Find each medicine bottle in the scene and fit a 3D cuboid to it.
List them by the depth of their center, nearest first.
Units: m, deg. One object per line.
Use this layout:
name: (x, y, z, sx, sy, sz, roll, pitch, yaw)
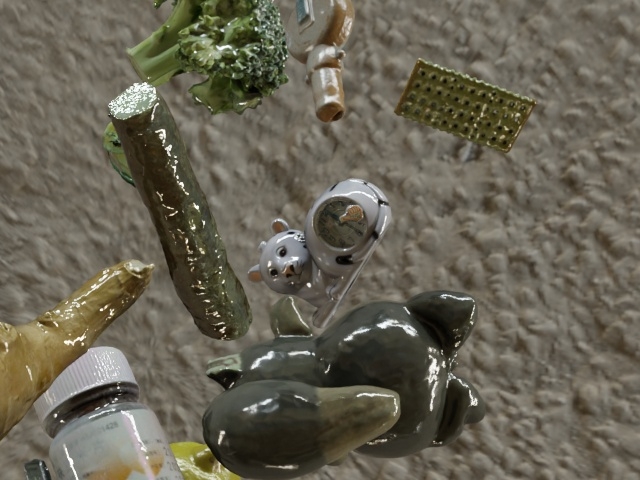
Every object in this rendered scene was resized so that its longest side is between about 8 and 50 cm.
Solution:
medicine bottle: (-0.305, 0.306, 1.547, 0.165, 0.165, 0.273, -25, 67, -11)

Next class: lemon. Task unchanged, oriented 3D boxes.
lemon: (-0.221, 0.432, 1.723, 0.184, 0.184, 0.248, 20, 101, -6)

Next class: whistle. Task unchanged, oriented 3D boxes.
whistle: (0.000, -0.247, 1.384, 0.057, 0.107, 0.220, 21, 49, -38)

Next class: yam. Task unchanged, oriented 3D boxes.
yam: (-0.120, -0.015, 0.948, 0.061, 0.274, 0.061, -9, 42, 8)

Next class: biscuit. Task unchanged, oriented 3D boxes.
biscuit: (0.263, -0.242, 1.961, 0.231, 0.139, 0.016, 19, 43, -4)

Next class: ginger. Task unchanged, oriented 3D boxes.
ginger: (-0.256, 0.094, 0.958, 0.086, 0.131, 0.294, 25, 39, 18)

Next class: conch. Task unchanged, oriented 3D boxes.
conch: (-0.191, -0.096, 1.160, 0.095, 0.201, 0.079, 25, 89, -13)

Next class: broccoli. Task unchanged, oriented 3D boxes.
broccoli: (-0.198, -0.401, 1.994, 0.338, 0.277, 0.317, 30, 80, 6)

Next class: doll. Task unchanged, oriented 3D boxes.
doll: (0.045, 0.225, 1.436, 0.382, 0.378, 0.252, -13, 111, 8)

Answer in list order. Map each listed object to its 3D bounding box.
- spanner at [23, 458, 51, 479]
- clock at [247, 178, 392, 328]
spanner: (-0.349, 0.438, 1.440, 0.093, 0.026, 0.325, -32, 58, 7)
clock: (0.000, 0.000, 1.228, 0.117, 0.080, 0.176, 33, 106, 4)
